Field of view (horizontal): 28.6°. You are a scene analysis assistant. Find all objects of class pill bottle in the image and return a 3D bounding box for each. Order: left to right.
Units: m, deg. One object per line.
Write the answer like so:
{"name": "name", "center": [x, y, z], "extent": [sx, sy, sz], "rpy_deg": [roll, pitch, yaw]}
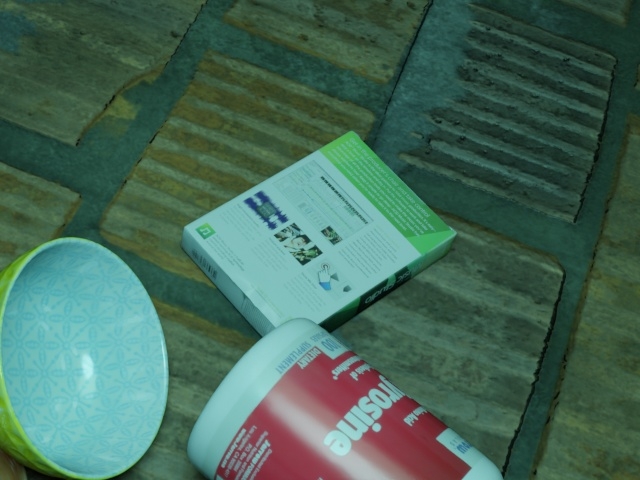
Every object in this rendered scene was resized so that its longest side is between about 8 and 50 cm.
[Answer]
{"name": "pill bottle", "center": [0.063, 0.294, 1.472], "extent": [0.408, 0.229, 0.229], "rpy_deg": [37, 56, 14]}

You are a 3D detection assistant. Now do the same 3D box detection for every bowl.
{"name": "bowl", "center": [-0.333, 0.151, 1.512], "extent": [0.156, 0.289, 0.289], "rpy_deg": [-13, 47, 30]}

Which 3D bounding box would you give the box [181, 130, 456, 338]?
{"name": "box", "center": [0.000, 0.000, 1.774], "extent": [0.322, 0.058, 0.232], "rpy_deg": [-32, 67, -28]}

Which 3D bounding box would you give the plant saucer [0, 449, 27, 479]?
{"name": "plant saucer", "center": [-0.445, 0.303, 1.475], "extent": [0.200, 0.037, 0.200], "rpy_deg": [5, 55, -8]}
